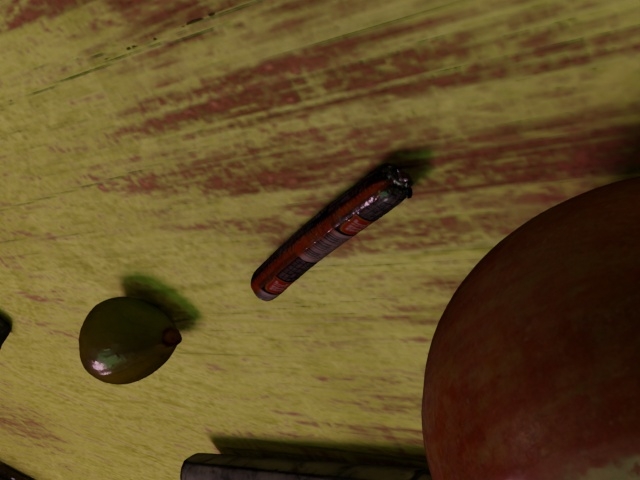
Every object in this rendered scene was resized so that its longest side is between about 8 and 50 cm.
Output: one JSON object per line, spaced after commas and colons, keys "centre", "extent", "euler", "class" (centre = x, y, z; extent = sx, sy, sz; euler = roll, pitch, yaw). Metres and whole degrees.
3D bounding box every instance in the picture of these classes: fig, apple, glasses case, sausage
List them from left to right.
{"centre": [-0.155, 0.082, 0.727], "extent": [0.087, 0.074, 0.074], "euler": [-10, 126, 26], "class": "fig"}
{"centre": [-0.003, 0.237, 0.788], "extent": [0.299, 0.060, 0.114], "euler": [-11, 124, 46], "class": "glasses case"}
{"centre": [0.000, 0.000, 0.543], "extent": [0.028, 0.025, 0.198], "euler": [28, 147, -16], "class": "sausage"}
{"centre": [0.142, 0.065, 0.363], "extent": [0.188, 0.188, 0.174], "euler": [37, 135, -3], "class": "apple"}

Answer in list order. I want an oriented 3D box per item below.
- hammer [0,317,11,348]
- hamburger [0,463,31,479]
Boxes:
{"centre": [-0.428, 0.153, 1.064], "extent": [0.111, 0.043, 0.365], "euler": [33, 147, 2], "class": "hammer"}
{"centre": [-0.492, 0.493, 1.314], "extent": [0.317, 0.277, 0.195], "euler": [25, 135, 22], "class": "hamburger"}
